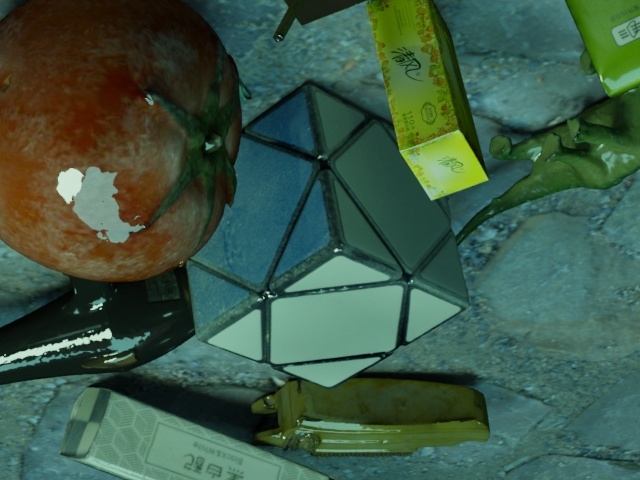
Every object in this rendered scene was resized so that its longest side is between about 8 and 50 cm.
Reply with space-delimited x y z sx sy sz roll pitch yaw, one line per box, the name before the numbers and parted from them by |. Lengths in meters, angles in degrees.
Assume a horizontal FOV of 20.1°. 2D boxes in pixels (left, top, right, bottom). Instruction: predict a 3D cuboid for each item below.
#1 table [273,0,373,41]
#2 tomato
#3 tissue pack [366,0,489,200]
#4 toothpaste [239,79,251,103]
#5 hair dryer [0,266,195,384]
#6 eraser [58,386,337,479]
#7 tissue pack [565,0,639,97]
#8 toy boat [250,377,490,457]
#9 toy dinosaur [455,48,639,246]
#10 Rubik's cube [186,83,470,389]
table | 0.036 -0.246 1.445 0.240 0.111 0.121 -17 121 38
tomato | -0.197 -0.097 1.573 0.264 0.265 0.265 -7 147 -5
tissue pack | 0.099 -0.138 1.660 0.062 0.176 0.095 -20 146 12
toothpaste | -0.166 -0.105 1.754 0.205 0.036 0.056 -28 149 4
hair dryer | -0.286 0.020 1.883 0.303 0.120 0.359 -13 136 -4
eraser | -0.120 0.293 2.243 0.404 0.096 0.098 24 166 -26
tissue pack | 0.330 -0.265 1.470 0.274 0.200 0.167 -24 -178 20
toy boat | 0.064 0.229 2.295 0.310 0.089 0.115 1 143 -16
toy dinosaur | 0.348 -0.104 1.883 0.300 0.087 0.447 7 146 -36
Rubik's cube | 0.000 0.000 1.819 0.205 0.205 0.207 -34 139 32
